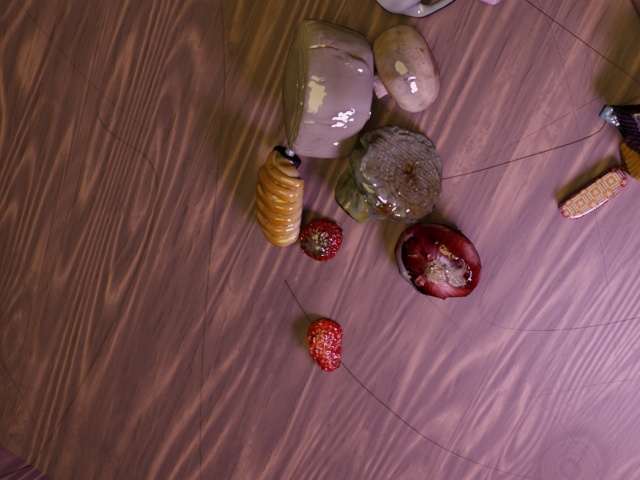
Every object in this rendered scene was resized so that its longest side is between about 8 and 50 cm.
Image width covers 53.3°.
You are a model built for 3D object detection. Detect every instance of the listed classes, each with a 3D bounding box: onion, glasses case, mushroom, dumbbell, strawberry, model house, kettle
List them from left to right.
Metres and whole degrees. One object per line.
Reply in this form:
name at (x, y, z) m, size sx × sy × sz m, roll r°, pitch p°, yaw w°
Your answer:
dumbbell at (-0.069, -0.317, 1.982) m, size 0.100 × 0.100 × 0.191 m, roll 38°, pitch 110°, yaw 7°
strawberry at (0.000, 0.000, 2.037) m, size 0.145 × 0.086 × 0.145 m, roll 4°, pitch 103°, yaw 19°
strawberry at (0.018, 0.352, 2.111) m, size 0.121 × 0.082 × 0.188 m, roll -10°, pitch 95°, yaw 17°
mushroom at (0.223, -0.483, 1.804) m, size 0.195 × 0.189 × 0.254 m, roll -22°, pitch 91°, yaw 19°
kettle at (0.274, -0.719, 1.720) m, size 0.240 × 0.165 × 0.255 m, roll 33°, pitch 147°, yaw -20°
onion at (0.361, 0.046, 1.895) m, size 0.272 × 0.195 × 0.272 m, roll 29°, pitch 142°, yaw 26°
glasses case at (0.760, -0.128, 1.778) m, size 0.194 × 0.049 × 0.073 m, roll -37°, pitch 90°, yaw 21°
model house at (0.829, -0.252, 1.605) m, size 0.248 × 0.280 × 0.230 m, roll 25°, pitch 107°, yaw 6°

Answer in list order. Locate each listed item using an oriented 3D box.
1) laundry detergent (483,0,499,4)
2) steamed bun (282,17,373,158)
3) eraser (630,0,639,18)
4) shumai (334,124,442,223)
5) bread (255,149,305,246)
laundry detergent at (0.388, -0.797, 1.736) m, size 0.335 × 0.088 × 0.159 m, roll 41°, pitch 120°, yaw 7°
steamed bun at (0.025, -0.431, 1.796) m, size 0.247 × 0.236 × 0.384 m, roll 5°, pitch 89°, yaw -17°
eraser at (0.835, -0.618, 1.598) m, size 0.078 × 0.144 × 0.343 m, roll -28°, pitch 93°, yaw 20°
shumai at (0.178, -0.179, 1.905) m, size 0.263 × 0.304 × 0.309 m, roll -17°, pitch 114°, yaw 52°
bread at (-0.131, -0.111, 1.968) m, size 0.173 × 0.121 × 0.311 m, roll 49°, pitch 148°, yaw 34°
